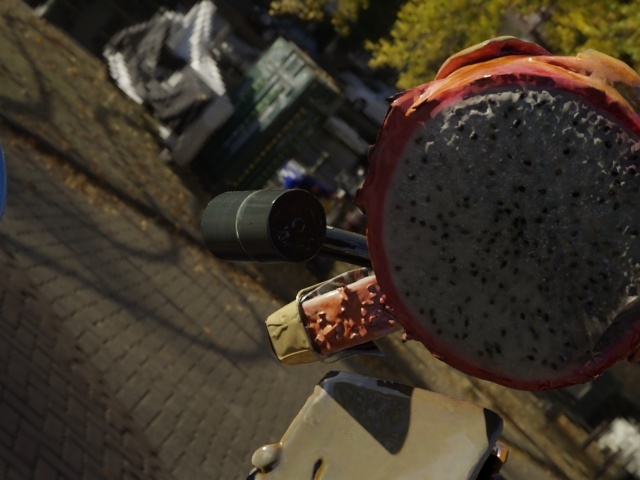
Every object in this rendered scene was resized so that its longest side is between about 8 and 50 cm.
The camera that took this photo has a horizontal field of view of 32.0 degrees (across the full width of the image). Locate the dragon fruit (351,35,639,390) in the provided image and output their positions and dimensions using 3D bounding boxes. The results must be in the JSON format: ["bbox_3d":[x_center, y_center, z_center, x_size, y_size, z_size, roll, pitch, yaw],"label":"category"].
[{"bbox_3d":[0.196,-0.037,0.981,0.305,0.305,0.226,44,28,6],"label":"dragon fruit"}]

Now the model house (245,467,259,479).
[{"bbox_3d":[0.057,0.371,1.704,0.184,0.253,0.291,59,5,16],"label":"model house"}]

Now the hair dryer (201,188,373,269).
[{"bbox_3d":[0.000,0.000,1.115,0.219,0.072,0.124,13,-7,-35],"label":"hair dryer"}]

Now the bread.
[{"bbox_3d":[0.042,0.124,1.733,0.224,0.211,0.143,-13,85,-63],"label":"bread"}]

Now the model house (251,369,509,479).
[{"bbox_3d":[0.059,0.243,1.110,0.219,0.199,0.229,22,-15,21],"label":"model house"}]

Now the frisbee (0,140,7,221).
[{"bbox_3d":[-0.311,-0.091,0.804,0.242,0.045,0.242,-20,90,-76],"label":"frisbee"}]
